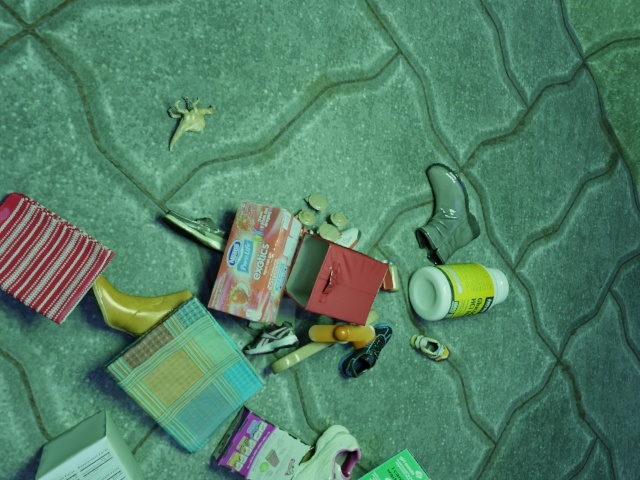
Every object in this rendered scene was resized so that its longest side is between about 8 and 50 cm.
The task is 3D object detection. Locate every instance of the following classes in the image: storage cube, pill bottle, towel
[{"bbox_3d":[0.038,0.104,1.153,0.193,0.215,0.184,20,92,-26],"label":"storage cube"},{"bbox_3d":[0.499,0.176,1.487,0.333,0.188,0.188,-3,90,-27],"label":"pill bottle"},{"bbox_3d":[-0.331,0.358,1.090,0.271,0.040,0.370,-41,122,-22],"label":"towel"},{"bbox_3d":[-0.639,0.035,0.941,0.274,0.031,0.199,32,75,0],"label":"towel"},{"bbox_3d":[-0.139,0.216,1.249,0.148,0.027,0.110,9,86,-27],"label":"towel"}]

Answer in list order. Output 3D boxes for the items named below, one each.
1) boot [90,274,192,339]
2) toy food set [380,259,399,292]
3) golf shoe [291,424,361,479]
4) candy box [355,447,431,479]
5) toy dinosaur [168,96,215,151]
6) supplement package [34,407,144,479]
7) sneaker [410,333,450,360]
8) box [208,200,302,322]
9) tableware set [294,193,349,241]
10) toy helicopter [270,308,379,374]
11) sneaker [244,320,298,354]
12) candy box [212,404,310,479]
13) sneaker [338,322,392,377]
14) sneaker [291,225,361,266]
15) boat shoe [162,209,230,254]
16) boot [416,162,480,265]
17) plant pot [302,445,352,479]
[{"bbox_3d":[-0.438,0.168,1.066,0.211,0.104,0.295,-28,107,-30],"label":"boot"},{"bbox_3d":[0.176,0.117,1.370,0.232,0.111,0.105,1,76,-26],"label":"toy food set"},{"bbox_3d":[0.003,0.695,1.217,0.115,0.140,0.306,44,72,-21],"label":"golf shoe"},{"bbox_3d":[0.147,0.802,1.254,0.317,0.122,0.268,-18,135,-30],"label":"candy box"},{"bbox_3d":[-0.362,-0.330,1.130,0.183,0.053,0.093,-49,111,-20],"label":"toy dinosaur"},{"bbox_3d":[-0.516,0.540,0.956,0.149,0.194,0.203,-29,101,-25],"label":"supplement package"},{"bbox_3d":[0.412,0.394,1.497,0.185,0.084,0.070,24,78,-24],"label":"sneaker"},{"bbox_3d":[-0.170,0.061,1.141,0.142,0.154,0.300,13,82,18],"label":"box"},{"bbox_3d":[0.008,-0.069,1.288,0.168,0.020,0.141,38,49,4],"label":"tableware set"},{"bbox_3d":[0.019,0.297,1.223,0.355,0.235,0.140,-25,82,-14],"label":"toy helicopter"},{"bbox_3d":[-0.139,0.277,1.187,0.072,0.178,0.077,27,48,-56],"label":"sneaker"},{"bbox_3d":[-0.166,0.605,1.204,0.233,0.071,0.159,40,72,-20],"label":"candy box"},{"bbox_3d":[0.167,0.363,1.368,0.232,0.090,0.081,-40,107,-22],"label":"sneaker"},{"bbox_3d":[0.000,0.000,1.289,0.270,0.090,0.145,-38,108,-20],"label":"sneaker"},{"bbox_3d":[-0.316,-0.028,1.138,0.223,0.080,0.073,33,69,-28],"label":"boat shoe"},{"bbox_3d":[0.430,-0.090,1.504,0.222,0.118,0.338,-34,100,-18],"label":"boot"},{"bbox_3d":[-0.009,0.752,1.305,0.236,0.032,0.237,1,88,-27],"label":"plant pot"}]
